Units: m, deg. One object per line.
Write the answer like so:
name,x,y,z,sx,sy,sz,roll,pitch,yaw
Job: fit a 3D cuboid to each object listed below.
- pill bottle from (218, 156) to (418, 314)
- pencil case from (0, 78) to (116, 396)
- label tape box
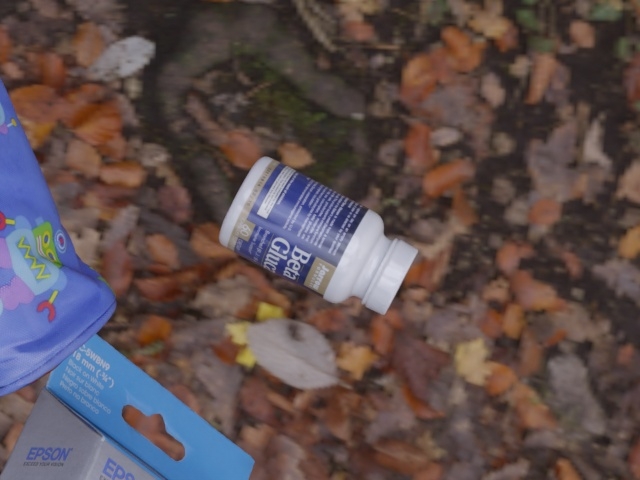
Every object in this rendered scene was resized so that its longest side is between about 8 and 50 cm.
pill bottle,0.000,0.000,1.587,0.169,0.094,0.094,27,81,4
pencil case,-0.236,-0.055,1.064,0.133,0.119,0.306,-36,105,-41
label tape box,-0.143,0.256,1.318,0.240,0.106,0.334,44,55,-35
